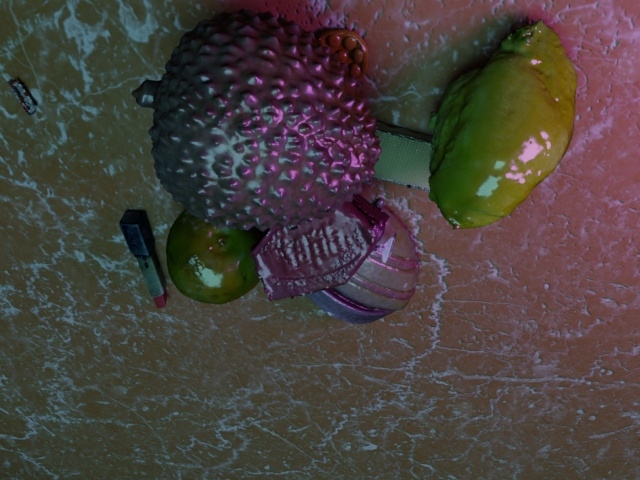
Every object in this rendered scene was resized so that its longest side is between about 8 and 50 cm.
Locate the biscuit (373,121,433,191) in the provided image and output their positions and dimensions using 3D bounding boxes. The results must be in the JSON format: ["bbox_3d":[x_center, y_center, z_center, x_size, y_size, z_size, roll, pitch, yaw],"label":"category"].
[{"bbox_3d":[0.160,-0.167,1.339,0.200,0.040,0.121,15,131,-4],"label":"biscuit"}]

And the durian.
[{"bbox_3d":[0.309,-0.177,1.163,0.205,0.339,0.256,19,161,-33],"label":"durian"}]

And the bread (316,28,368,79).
[{"bbox_3d":[0.038,-0.334,1.218,0.110,0.024,0.110,9,133,9],"label":"bread"}]

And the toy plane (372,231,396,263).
[{"bbox_3d":[0.008,-0.008,1.430,0.273,0.107,0.182,37,115,14],"label":"toy plane"}]

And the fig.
[{"bbox_3d":[-0.226,0.042,1.530,0.233,0.233,0.314,3,161,9],"label":"fig"}]

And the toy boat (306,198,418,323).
[{"bbox_3d":[0.106,0.083,1.540,0.294,0.111,0.276,-31,119,29],"label":"toy boat"}]

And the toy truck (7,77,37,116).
[{"bbox_3d":[-0.618,-0.295,1.391,0.032,0.024,0.083,7,136,37],"label":"toy truck"}]

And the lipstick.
[{"bbox_3d":[-0.426,0.056,1.666,0.051,0.051,0.312,2,135,9],"label":"lipstick"}]

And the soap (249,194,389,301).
[{"bbox_3d":[0.000,0.000,1.335,0.289,0.112,0.182,-17,113,24],"label":"soap"}]

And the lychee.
[{"bbox_3d":[-0.103,-0.198,1.145,0.433,0.380,0.380,13,134,-11],"label":"lychee"}]
